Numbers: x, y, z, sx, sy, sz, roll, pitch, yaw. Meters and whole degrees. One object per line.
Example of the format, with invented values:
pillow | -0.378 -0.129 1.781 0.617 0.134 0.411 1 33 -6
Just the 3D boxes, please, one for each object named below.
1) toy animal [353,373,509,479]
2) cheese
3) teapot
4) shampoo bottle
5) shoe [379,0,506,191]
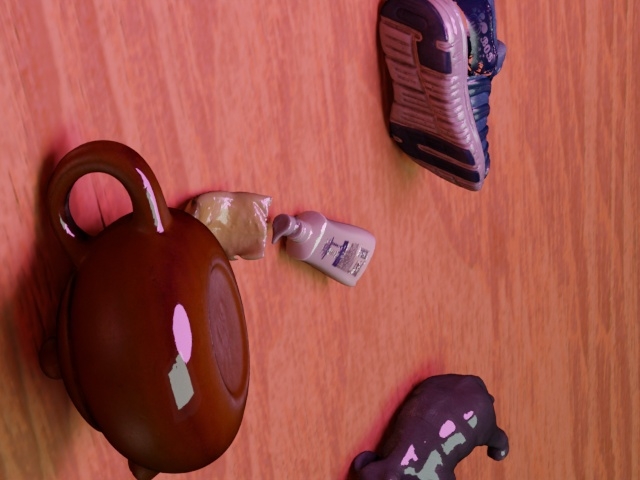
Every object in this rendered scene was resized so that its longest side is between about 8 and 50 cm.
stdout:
toy animal | 0.080 0.228 1.824 0.269 0.082 0.137 -45 142 -29
cheese | -0.074 -0.006 1.419 0.084 0.041 0.060 -12 114 -39
teapot | -0.128 0.052 1.295 0.178 0.135 0.252 -86 162 -64
shampoo bottle | 0.000 0.000 1.560 0.049 0.034 0.141 -60 152 2
shoe | 0.112 -0.131 1.593 0.106 0.091 0.207 -39 138 -33
